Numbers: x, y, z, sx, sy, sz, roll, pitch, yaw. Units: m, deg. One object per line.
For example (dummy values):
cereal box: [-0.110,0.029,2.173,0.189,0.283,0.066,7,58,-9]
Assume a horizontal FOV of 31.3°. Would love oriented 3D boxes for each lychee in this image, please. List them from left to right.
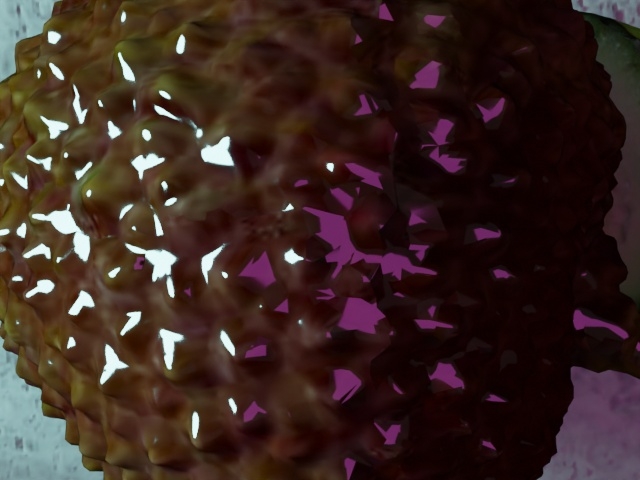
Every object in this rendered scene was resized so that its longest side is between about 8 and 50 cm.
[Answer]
lychee: [0.000,0.000,0.488,0.304,0.276,0.276,17,85,5]

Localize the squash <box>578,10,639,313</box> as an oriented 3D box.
squash: [0.157,-0.028,0.577,0.122,0.170,0.170,1,88,-23]
